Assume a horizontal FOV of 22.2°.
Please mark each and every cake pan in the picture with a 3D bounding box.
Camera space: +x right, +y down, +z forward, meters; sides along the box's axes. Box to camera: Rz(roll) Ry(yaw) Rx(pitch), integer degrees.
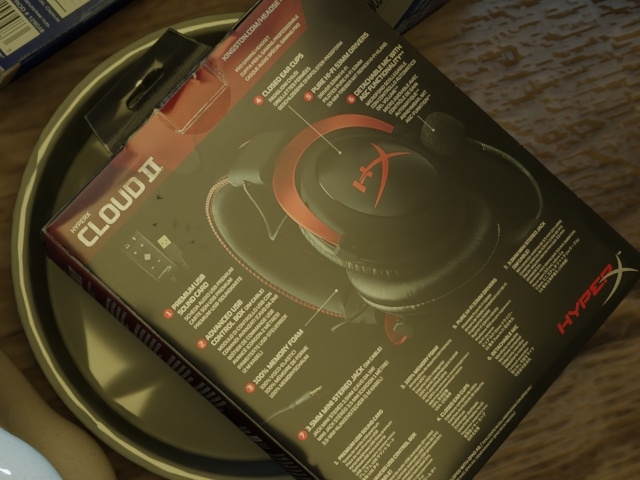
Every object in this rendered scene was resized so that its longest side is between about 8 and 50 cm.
[{"bbox_3d":[-0.041,0.008,1.000,0.293,0.054,0.293,1,83,-8],"label":"cake pan"}]

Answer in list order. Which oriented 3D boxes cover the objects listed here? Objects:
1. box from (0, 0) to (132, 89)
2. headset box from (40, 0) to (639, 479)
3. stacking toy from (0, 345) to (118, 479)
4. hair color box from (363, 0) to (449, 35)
[{"bbox_3d":[-0.162,-0.196,0.989,0.136,0.036,0.225,48,54,0],"label":"box"},{"bbox_3d":[0.000,0.000,0.923,0.293,0.110,0.218,41,78,-1],"label":"headset box"},{"bbox_3d":[-0.312,0.250,0.796,0.480,0.350,0.350,-36,89,-6],"label":"stacking toy"},{"bbox_3d":[-0.016,-0.298,0.983,0.105,0.174,0.347,-36,89,-12],"label":"hair color box"}]
